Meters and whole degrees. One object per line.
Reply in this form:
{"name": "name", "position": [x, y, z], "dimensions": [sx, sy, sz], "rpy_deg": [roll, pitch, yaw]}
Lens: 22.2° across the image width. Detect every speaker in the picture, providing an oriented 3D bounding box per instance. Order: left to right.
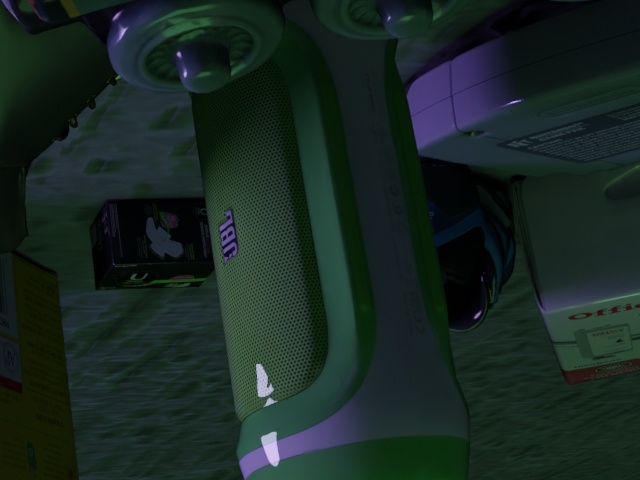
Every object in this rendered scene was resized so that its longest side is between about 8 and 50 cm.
{"name": "speaker", "position": [0.000, 0.000, 0.887], "dimensions": [0.131, 0.296, 0.131], "rpy_deg": [-9, 162, -3]}

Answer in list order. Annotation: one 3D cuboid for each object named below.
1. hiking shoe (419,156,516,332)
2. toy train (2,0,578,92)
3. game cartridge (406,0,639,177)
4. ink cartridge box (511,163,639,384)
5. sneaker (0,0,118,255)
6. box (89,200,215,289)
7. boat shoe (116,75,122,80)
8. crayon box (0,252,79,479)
{"name": "hiking shoe", "position": [0.088, 0.014, 1.232], "dimensions": [0.113, 0.132, 0.304], "rpy_deg": [-14, 161, 14]}
{"name": "toy train", "position": [0.016, -0.170, 0.651], "dimensions": [0.334, 0.142, 0.190], "rpy_deg": [-13, 156, 3]}
{"name": "game cartridge", "position": [0.206, -0.100, 1.021], "dimensions": [0.198, 0.062, 0.297], "rpy_deg": [13, 161, -43]}
{"name": "ink cartridge box", "position": [0.282, 0.022, 1.375], "dimensions": [0.207, 0.117, 0.283], "rpy_deg": [-12, 162, 10]}
{"name": "sneaker", "position": [-0.135, -0.078, 0.845], "dimensions": [0.118, 0.083, 0.222], "rpy_deg": [-9, 139, -15]}
{"name": "box", "position": [-0.124, 0.004, 1.225], "dimensions": [0.083, 0.052, 0.062], "rpy_deg": [-1, 160, -21]}
{"name": "boat shoe", "position": [-0.168, -0.102, 0.909], "dimensions": [0.135, 0.050, 0.045], "rpy_deg": [-18, 133, 10]}
{"name": "crayon box", "position": [-0.254, 0.160, 1.202], "dimensions": [0.081, 0.318, 0.202], "rpy_deg": [-14, 161, 13]}
